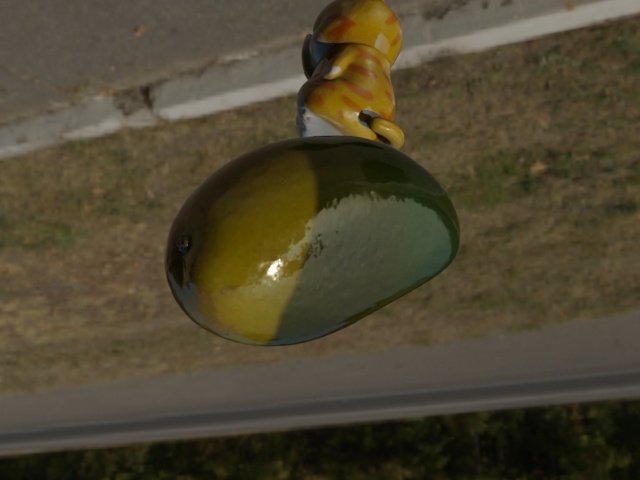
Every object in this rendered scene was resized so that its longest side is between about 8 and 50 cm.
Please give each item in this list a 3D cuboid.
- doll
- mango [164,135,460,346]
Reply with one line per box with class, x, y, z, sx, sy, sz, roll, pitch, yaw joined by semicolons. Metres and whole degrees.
doll;0.044;-0.256;1.608;0.162;0.270;0.167;5;159;-6
mango;0.000;0.000;0.641;0.194;0.130;0.092;0;-165;-28
